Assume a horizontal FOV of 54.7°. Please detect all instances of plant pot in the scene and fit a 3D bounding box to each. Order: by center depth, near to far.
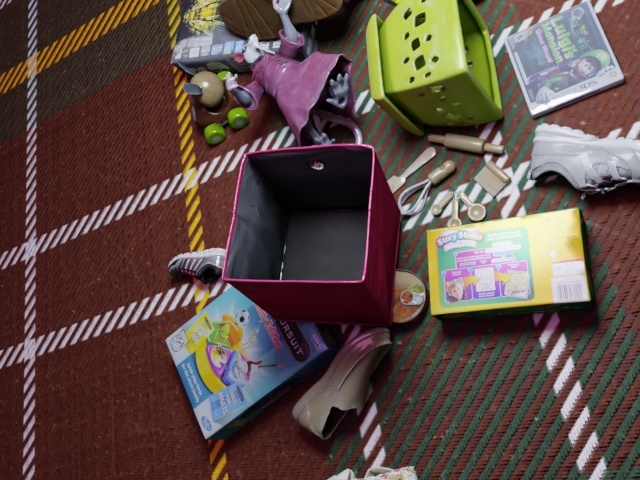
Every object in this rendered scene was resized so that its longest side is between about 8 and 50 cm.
[{"bbox_3d":[0.218,-0.349,1.231,0.207,0.227,0.228,-14,69,31],"label":"plant pot"}]

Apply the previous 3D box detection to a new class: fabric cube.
[{"bbox_3d":[0.000,0.000,1.157,0.254,0.258,0.259,-1,67,19],"label":"fabric cube"}]

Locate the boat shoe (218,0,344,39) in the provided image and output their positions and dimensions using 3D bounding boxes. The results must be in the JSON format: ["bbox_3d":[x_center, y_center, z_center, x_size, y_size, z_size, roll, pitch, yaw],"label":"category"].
[{"bbox_3d":[-0.080,-0.560,1.427,0.341,0.123,0.123,-3,44,35],"label":"boat shoe"}]

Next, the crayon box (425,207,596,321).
[{"bbox_3d":[0.337,0.049,1.122,0.278,0.081,0.166,-9,71,26],"label":"crayon box"}]

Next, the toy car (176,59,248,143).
[{"bbox_3d":[-0.287,-0.357,1.521,0.148,0.188,0.155,-30,63,17],"label":"toy car"}]

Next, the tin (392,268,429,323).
[{"bbox_3d":[0.126,0.109,1.246,0.189,0.040,0.106,6,82,29],"label":"tin"}]

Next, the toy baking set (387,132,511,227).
[{"bbox_3d":[0.249,-0.127,1.253,0.256,0.030,0.197,22,86,32],"label":"toy baking set"}]

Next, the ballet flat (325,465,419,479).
[{"bbox_3d":[0.077,0.463,1.150,0.240,0.091,0.077,-11,40,21],"label":"ballet flat"}]

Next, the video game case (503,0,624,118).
[{"bbox_3d":[0.469,-0.354,1.208,0.173,0.022,0.191,-21,66,22],"label":"video game case"}]

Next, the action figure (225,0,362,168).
[{"bbox_3d":[-0.057,-0.358,1.384,0.248,0.275,0.370,-49,51,0],"label":"action figure"}]

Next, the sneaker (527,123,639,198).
[{"bbox_3d":[0.501,-0.121,1.087,0.281,0.105,0.115,23,98,43],"label":"sneaker"}]

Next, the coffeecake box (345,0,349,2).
[{"bbox_3d":[0.071,-0.675,1.442,0.142,0.068,0.186,-31,79,-4],"label":"coffeecake box"}]

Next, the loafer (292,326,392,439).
[{"bbox_3d":[0.057,0.279,1.199,0.092,0.102,0.269,47,109,29],"label":"loafer"}]

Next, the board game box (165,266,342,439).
[{"bbox_3d":[-0.153,0.227,1.335,0.336,0.079,0.254,-39,61,13],"label":"board game box"}]

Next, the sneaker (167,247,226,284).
[{"bbox_3d":[-0.290,0.070,1.466,0.170,0.063,0.075,-13,63,20],"label":"sneaker"}]

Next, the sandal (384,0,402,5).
[{"bbox_3d":[0.210,-0.547,1.289,0.138,0.317,0.126,27,122,50],"label":"sandal"}]

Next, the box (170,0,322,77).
[{"bbox_3d":[-0.178,-0.591,1.587,0.394,0.097,0.319,4,79,27],"label":"box"}]
